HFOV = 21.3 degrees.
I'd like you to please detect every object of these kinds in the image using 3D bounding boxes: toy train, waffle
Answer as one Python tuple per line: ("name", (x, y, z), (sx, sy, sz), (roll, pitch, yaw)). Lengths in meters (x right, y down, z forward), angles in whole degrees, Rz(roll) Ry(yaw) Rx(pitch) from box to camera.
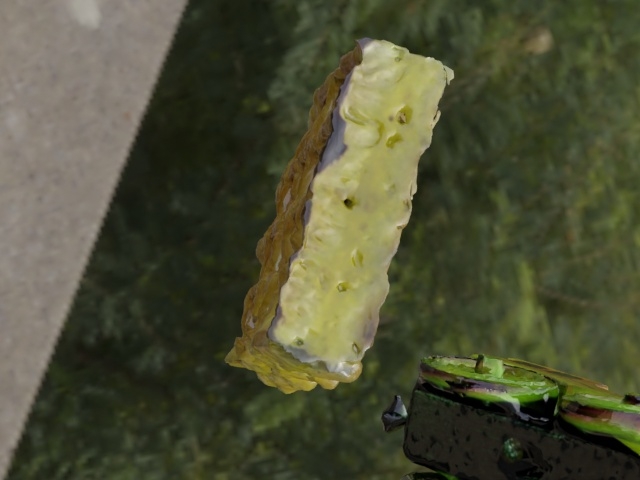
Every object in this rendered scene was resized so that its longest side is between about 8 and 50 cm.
("toy train", (0.179, 0.135, 0.953), (0.160, 0.296, 0.100), (10, 95, -52))
("waffle", (0.000, 0.000, 0.882), (0.055, 0.211, 0.160), (18, 78, -8))
